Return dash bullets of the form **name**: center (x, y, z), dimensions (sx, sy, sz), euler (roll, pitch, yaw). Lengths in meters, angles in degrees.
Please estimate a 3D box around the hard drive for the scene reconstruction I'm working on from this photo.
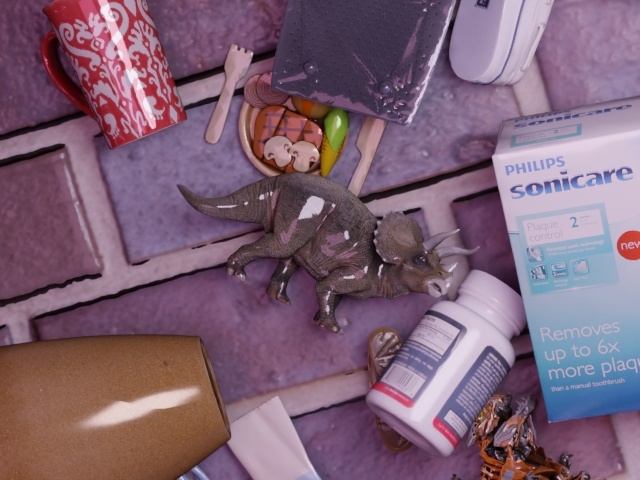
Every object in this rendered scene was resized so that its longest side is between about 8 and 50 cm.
- **hard drive**: center (0.058, -0.256, 1.794), dimensions (0.172, 0.054, 0.255), euler (16, 88, 11)

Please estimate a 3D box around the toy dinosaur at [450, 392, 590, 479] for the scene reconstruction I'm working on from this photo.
- **toy dinosaur**: center (0.247, 0.321, 1.804), dimensions (0.218, 0.164, 0.322), euler (-7, 113, 27)

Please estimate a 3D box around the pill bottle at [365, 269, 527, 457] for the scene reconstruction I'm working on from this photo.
- **pill bottle**: center (0.139, 0.126, 1.786), dimensions (0.108, 0.108, 0.180), euler (36, 79, 7)

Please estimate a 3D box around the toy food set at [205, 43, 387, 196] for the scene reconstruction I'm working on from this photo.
- **toy food set**: center (-0.030, -0.127, 1.851), dimensions (0.192, 0.038, 0.132), euler (20, 99, 10)

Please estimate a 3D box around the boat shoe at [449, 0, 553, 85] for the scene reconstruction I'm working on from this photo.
- **boat shoe**: center (0.207, -0.284, 1.763), dimensions (0.095, 0.084, 0.258), euler (37, 114, 43)

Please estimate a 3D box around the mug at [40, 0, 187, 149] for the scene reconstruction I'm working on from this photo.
- **mug**: center (-0.223, -0.191, 1.871), dimensions (0.113, 0.150, 0.169), euler (-24, 95, -23)

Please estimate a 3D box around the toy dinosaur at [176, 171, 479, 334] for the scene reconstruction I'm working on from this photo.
- **toy dinosaur**: center (0.000, 0.000, 1.836), dimensions (0.313, 0.121, 0.160), euler (30, 89, 13)

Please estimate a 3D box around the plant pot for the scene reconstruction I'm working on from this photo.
- **plant pot**: center (-0.233, 0.199, 1.851), dimensions (0.254, 0.237, 0.237), euler (-17, 92, -1)

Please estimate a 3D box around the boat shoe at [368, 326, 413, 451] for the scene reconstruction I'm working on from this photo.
- **boat shoe**: center (0.079, 0.160, 1.852), dimensions (0.050, 0.045, 0.135), euler (-6, 89, -1)

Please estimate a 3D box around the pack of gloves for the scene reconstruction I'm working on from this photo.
- **pack of gloves**: center (-0.067, 0.321, 1.904), dimensions (0.195, 0.046, 0.232), euler (-33, 73, 14)

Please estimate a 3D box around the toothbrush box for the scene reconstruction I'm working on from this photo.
- **toothbrush box**: center (0.308, 0.013, 1.712), dimensions (0.216, 0.126, 0.295), euler (-9, 108, 13)
